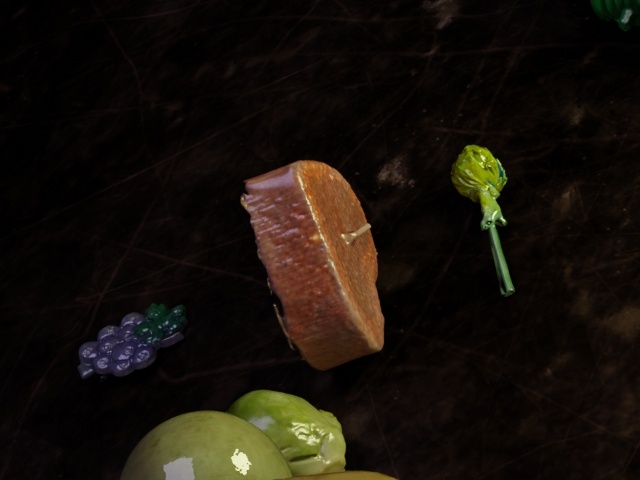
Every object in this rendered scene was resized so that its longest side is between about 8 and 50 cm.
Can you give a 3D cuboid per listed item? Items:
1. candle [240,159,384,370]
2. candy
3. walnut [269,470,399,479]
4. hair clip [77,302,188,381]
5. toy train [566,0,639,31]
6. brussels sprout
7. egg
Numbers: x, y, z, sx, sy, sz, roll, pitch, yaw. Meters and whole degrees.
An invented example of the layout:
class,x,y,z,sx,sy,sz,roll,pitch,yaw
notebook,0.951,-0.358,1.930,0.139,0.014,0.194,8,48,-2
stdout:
class,x,y,z,sx,sy,sz,roll,pitch,yaw
candle,0.000,0.000,1.964,0.131,0.287,0.317,-22,36,14
candy,0.238,-0.028,1.974,0.073,0.077,0.262,-43,39,34
walnut,0.010,0.422,1.472,0.383,0.383,0.383,-23,38,20
hair clip,-0.291,0.167,2.240,0.195,0.052,0.124,-32,45,-4
toy train,0.504,-0.401,2.059,0.429,0.178,0.249,11,69,46
brussels sprout,-0.057,0.265,1.848,0.183,0.145,0.131,31,100,58
egg,-0.132,0.349,1.707,0.218,0.295,0.218,-5,14,1
